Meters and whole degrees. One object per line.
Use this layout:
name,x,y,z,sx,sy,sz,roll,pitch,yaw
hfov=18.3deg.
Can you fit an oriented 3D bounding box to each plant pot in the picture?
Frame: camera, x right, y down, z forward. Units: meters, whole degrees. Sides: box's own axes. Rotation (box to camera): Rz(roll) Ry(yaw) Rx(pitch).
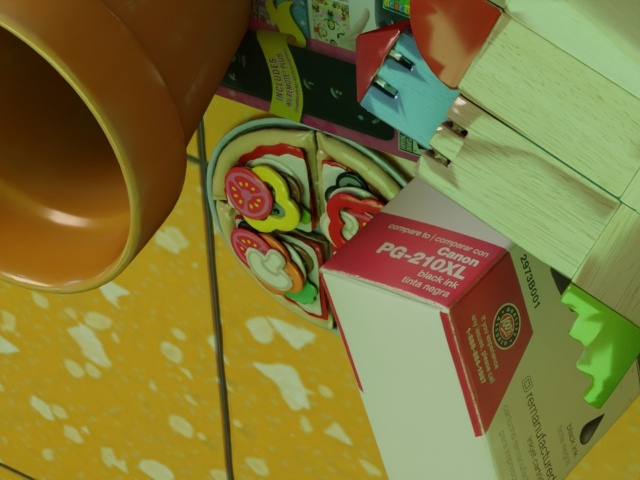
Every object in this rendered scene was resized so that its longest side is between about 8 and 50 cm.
plant pot,-0.141,-0.106,1.142,0.205,0.188,0.205,21,137,20

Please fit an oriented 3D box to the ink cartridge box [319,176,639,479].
ink cartridge box,0.127,0.022,1.155,0.100,0.237,0.172,17,138,40

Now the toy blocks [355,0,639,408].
toy blocks,0.137,-0.150,0.970,0.261,0.191,0.381,34,113,9

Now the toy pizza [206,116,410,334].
toy pizza,0.000,0.000,1.414,0.201,0.032,0.201,22,139,21

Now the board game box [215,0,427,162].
board game box,-0.026,-0.187,1.200,0.303,0.097,0.224,21,137,23
